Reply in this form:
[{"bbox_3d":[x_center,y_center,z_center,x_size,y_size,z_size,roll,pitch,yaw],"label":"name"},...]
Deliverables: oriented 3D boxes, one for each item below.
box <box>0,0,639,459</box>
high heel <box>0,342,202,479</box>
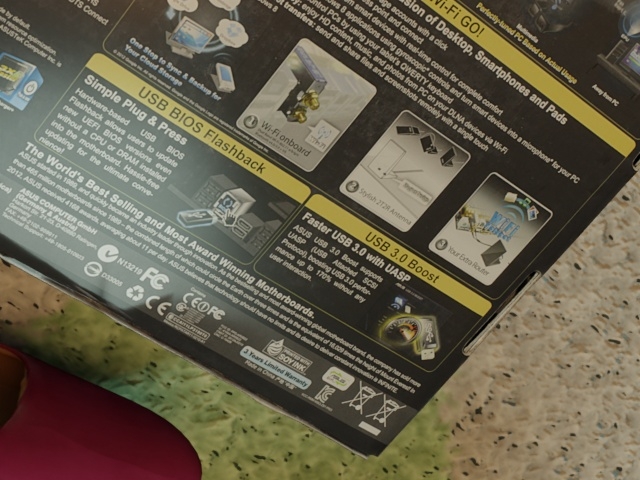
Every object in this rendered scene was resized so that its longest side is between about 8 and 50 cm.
[{"bbox_3d":[-0.033,-0.117,0.546,0.395,0.097,0.318,32,109,-26],"label":"box"},{"bbox_3d":[-0.221,0.033,0.581,0.377,0.127,0.181,11,119,-17],"label":"high heel"}]
